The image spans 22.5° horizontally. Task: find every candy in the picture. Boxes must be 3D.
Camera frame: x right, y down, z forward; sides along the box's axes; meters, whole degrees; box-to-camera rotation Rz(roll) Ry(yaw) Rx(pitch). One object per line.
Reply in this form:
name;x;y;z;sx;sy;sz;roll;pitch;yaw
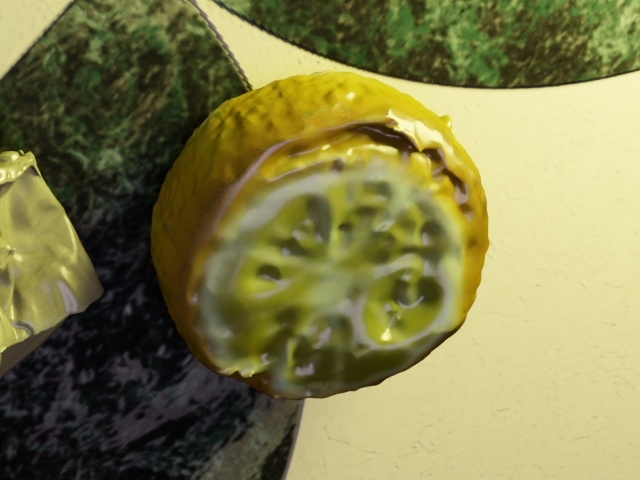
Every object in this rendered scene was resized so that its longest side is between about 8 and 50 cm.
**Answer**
candy;0.000;0.000;1.200;0.260;0.118;0.260;-9;120;-17

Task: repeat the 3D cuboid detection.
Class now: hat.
hat;-0.269;0.054;1.097;0.244;0.214;0.149;-27;93;12

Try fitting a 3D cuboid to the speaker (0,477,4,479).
speaker;-0.268;0.357;1.230;0.254;0.184;0.232;-38;125;0
